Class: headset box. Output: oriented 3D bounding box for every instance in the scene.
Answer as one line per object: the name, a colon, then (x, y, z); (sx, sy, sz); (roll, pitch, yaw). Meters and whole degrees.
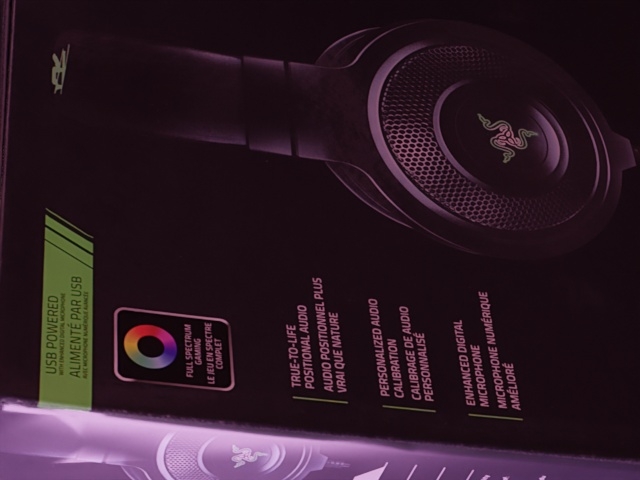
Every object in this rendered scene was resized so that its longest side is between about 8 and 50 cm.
headset box: (0.000, 0.000, 0.569); (0.283, 0.246, 0.131); (8, 140, -15)
